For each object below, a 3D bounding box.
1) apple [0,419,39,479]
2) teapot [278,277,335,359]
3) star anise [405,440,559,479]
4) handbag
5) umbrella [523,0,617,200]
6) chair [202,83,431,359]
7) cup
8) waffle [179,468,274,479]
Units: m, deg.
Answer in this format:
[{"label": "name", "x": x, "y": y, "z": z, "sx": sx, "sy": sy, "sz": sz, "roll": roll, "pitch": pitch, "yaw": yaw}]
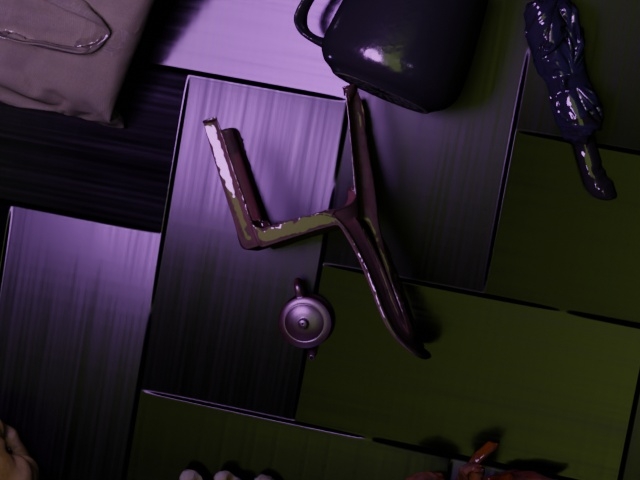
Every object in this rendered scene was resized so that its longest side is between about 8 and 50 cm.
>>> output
[{"label": "apple", "x": -0.449, "y": 0.301, "z": 1.950, "sx": 0.200, "sy": 0.200, "sz": 0.200, "roll": 1, "pitch": 95, "yaw": 10}, {"label": "teapot", "x": -0.019, "y": 0.094, "z": 1.922, "sx": 0.067, "sy": 0.045, "sz": 0.100, "roll": -12, "pitch": 94, "yaw": 9}, {"label": "star anise", "x": 0.162, "y": 0.324, "z": 1.879, "sx": 0.212, "sy": 0.111, "sz": 0.196, "roll": -2, "pitch": 117, "yaw": -20}, {"label": "handbag", "x": -0.305, "y": -0.281, "z": 1.832, "sx": 0.253, "sy": 0.109, "sz": 0.316, "roll": 10, "pitch": 126, "yaw": -21}, {"label": "umbrella", "x": 0.289, "y": -0.163, "z": 1.836, "sx": 0.071, "sy": 0.071, "sz": 0.248, "roll": -13, "pitch": 94, "yaw": 11}, {"label": "chair", "x": 0.000, "y": 0.000, "z": 1.848, "sx": 0.183, "sy": 0.175, "sz": 0.326, "roll": -14, "pitch": 87, "yaw": 4}, {"label": "cup", "x": 0.078, "y": -0.256, "z": 1.821, "sx": 0.223, "sy": 0.169, "sz": 0.177, "roll": 24, "pitch": 94, "yaw": 22}, {"label": "waffle", "x": -0.111, "y": 0.440, "z": 1.964, "sx": 0.292, "sy": 0.056, "sz": 0.309, "roll": 33, "pitch": 101, "yaw": 5}]
